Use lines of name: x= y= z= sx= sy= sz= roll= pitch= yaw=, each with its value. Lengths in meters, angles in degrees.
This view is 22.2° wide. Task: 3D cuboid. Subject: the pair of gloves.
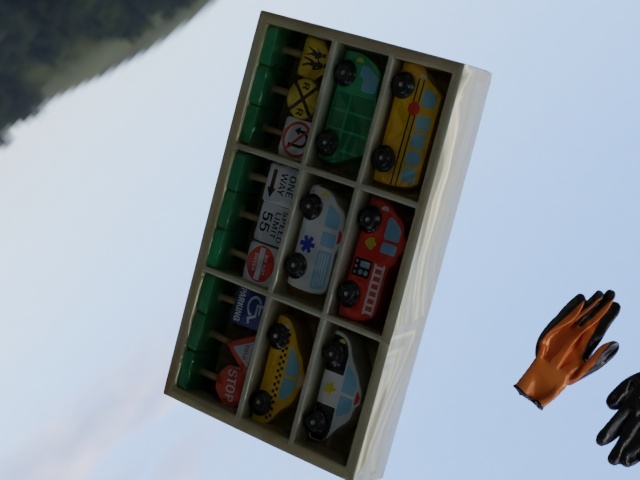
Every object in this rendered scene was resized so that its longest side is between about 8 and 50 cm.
pair of gloves: x=0.146 y=0.068 z=0.817 sx=0.074 sy=0.083 sz=0.010 roll=-49 pitch=169 yaw=-15

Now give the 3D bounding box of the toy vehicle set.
toy vehicle set: x=0.000 y=0.000 z=1.046 sx=0.166 sy=0.035 sz=0.267 roll=19 pitch=-83 yaw=36
